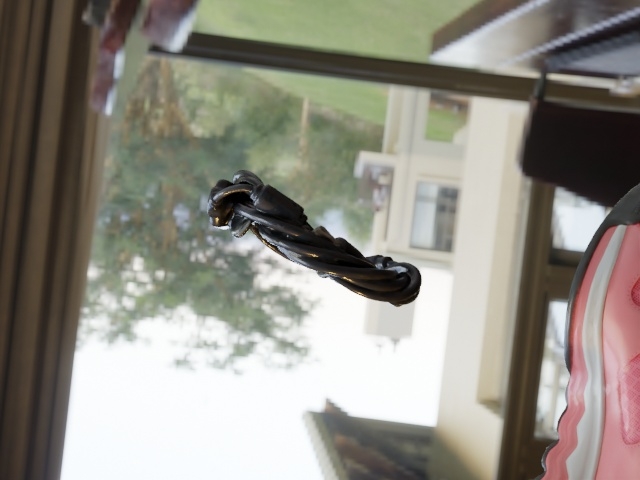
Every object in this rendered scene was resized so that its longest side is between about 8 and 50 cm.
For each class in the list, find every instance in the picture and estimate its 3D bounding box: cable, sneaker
[{"bbox_3d":[0.000,0.000,0.799,0.150,0.047,0.184,25,178,4],"label":"cable"},{"bbox_3d":[0.226,0.114,0.756,0.136,0.314,0.116,10,173,31],"label":"sneaker"}]
